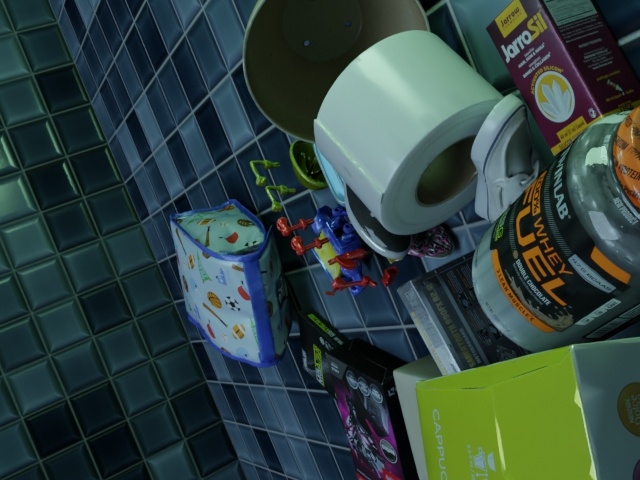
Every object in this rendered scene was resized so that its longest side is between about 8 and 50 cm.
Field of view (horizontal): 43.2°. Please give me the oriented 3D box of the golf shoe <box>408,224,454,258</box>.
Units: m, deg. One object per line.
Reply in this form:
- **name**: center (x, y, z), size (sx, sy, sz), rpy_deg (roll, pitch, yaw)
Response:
- **golf shoe**: center (0.170, -0.008, 1.439), size (0.186, 0.067, 0.086), rpy_deg (25, 171, 44)

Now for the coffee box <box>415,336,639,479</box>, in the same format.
- **coffee box**: center (0.343, 0.292, 0.916), size (0.338, 0.334, 0.338), rpy_deg (144, 121, -64)

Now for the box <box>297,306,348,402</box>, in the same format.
- **box**: center (0.013, 0.286, 1.993), size (0.184, 0.045, 0.191), rpy_deg (35, 140, 44)

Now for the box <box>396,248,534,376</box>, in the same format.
- **box**: center (0.251, 0.134, 1.240), size (0.231, 0.183, 0.056), rpy_deg (61, 154, 10)

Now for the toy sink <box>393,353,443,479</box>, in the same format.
- **toy sink**: center (0.250, 0.333, 1.471), size (0.153, 0.131, 0.234), rpy_deg (-1, 105, 63)

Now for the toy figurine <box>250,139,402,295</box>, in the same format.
- **toy figurine**: center (0.000, 0.000, 1.631), size (0.362, 0.191, 0.217), rpy_deg (56, 157, 25)

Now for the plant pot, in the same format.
- **plant pot**: center (0.015, -0.320, 1.274), size (0.191, 0.284, 0.284), rpy_deg (-103, 7, -57)

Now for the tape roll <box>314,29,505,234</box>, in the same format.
- **tape roll**: center (0.137, -0.151, 1.156), size (0.169, 0.246, 0.246), rpy_deg (51, 150, 29)

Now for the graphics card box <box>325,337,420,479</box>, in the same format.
- **graphics card box**: center (0.142, 0.422, 1.799), size (0.233, 0.094, 0.371), rpy_deg (20, 128, 57)

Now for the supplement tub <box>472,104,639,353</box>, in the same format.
- **supplement tub**: center (0.332, -0.008, 0.934), size (0.207, 0.207, 0.338), rpy_deg (59, 153, 16)

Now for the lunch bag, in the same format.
- **lunch bag**: center (-0.211, 0.108, 2.068), size (0.385, 0.238, 0.328), rpy_deg (37, 140, 58)

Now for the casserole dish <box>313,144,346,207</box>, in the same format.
- **casserole dish**: center (0.048, -0.144, 1.513), size (0.114, 0.037, 0.188), rpy_deg (-27, 85, 33)

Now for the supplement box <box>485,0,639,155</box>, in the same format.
- **supplement box**: center (0.296, -0.214, 0.980), size (0.188, 0.080, 0.104), rpy_deg (64, 155, 7)

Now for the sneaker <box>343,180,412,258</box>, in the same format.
- **sneaker**: center (0.101, -0.122, 1.364), size (0.147, 0.104, 0.296), rpy_deg (119, 140, -62)

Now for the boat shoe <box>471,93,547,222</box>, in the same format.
- **boat shoe**: center (0.262, -0.090, 1.092), size (0.088, 0.096, 0.267), rpy_deg (36, 159, 25)
